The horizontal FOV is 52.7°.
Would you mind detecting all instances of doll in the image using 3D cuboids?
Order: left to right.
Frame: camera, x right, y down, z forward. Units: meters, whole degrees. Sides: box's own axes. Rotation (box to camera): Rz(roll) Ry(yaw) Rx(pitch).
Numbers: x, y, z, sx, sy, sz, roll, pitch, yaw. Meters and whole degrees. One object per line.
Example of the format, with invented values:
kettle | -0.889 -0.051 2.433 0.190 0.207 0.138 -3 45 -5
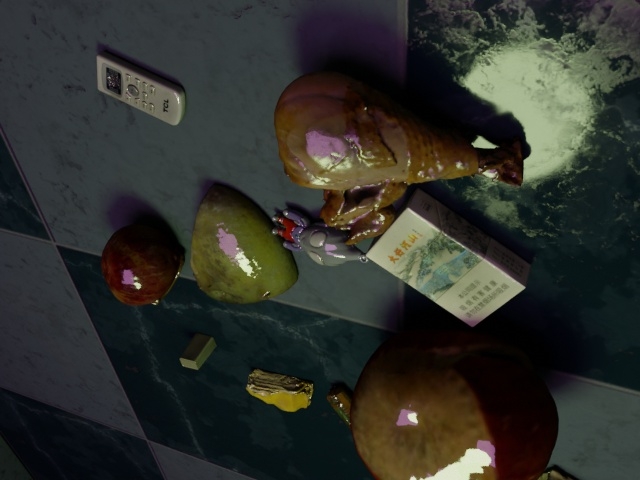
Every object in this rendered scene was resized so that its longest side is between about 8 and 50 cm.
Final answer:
doll | 0.000 0.000 1.310 0.227 0.075 0.102 24 129 25

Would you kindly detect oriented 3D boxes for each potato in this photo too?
potato | -0.211 0.008 1.412 0.269 0.112 0.255 3 130 25

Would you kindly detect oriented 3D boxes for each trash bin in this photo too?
trash bin | -0.336 0.304 1.771 0.060 0.092 0.043 8 131 23

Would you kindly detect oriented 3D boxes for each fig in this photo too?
fig | -0.417 0.058 1.527 0.205 0.205 0.205 16 136 16

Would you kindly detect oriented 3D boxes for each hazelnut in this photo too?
hazelnut | 0.265 0.343 1.307 0.409 0.359 0.359 -4 128 27

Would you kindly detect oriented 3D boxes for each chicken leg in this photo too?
chicken leg | 0.121 -0.115 1.063 0.409 0.182 0.295 8 117 1

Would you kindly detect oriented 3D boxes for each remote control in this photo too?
remote control | -0.351 -0.294 1.261 0.190 0.029 0.088 26 138 5

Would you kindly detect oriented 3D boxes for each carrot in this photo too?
carrot | 0.102 0.482 1.711 0.070 0.070 0.260 -17 118 39

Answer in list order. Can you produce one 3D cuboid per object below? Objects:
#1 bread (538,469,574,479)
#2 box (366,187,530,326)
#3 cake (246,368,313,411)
bread | 0.593 0.688 1.590 0.246 0.111 0.239 31 135 4
box | 0.236 0.036 1.209 0.256 0.069 0.164 34 138 -3
cake | -0.108 0.400 1.745 0.184 0.080 0.116 34 141 3
